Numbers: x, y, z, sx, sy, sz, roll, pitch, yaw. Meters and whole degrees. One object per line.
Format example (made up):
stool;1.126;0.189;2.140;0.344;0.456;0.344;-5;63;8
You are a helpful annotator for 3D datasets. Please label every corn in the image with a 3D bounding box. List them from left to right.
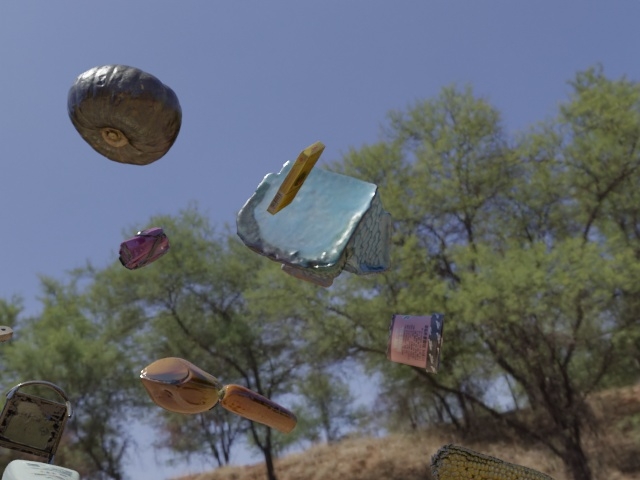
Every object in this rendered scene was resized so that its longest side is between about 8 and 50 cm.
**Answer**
corn;0.431;0.599;1.825;0.318;0.115;0.115;13;-21;16

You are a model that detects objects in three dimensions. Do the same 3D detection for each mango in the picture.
mango;-0.394;0.425;2.096;0.236;0.136;0.166;7;-53;20

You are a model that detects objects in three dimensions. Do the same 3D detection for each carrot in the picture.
carrot;-0.155;0.405;1.759;0.067;0.067;0.225;-33;-51;32

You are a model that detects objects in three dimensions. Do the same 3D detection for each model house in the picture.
model house;0.000;0.000;2.065;0.360;0.297;0.339;17;-20;29

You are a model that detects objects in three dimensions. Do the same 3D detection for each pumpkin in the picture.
pumpkin;-0.369;-0.249;1.416;0.219;0.162;0.219;8;-36;6

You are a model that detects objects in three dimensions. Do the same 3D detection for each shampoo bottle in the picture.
shampoo bottle;-0.489;0.465;1.316;0.153;0.071;0.284;22;-12;-25

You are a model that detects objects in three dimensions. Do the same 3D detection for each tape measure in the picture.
tape measure;-0.415;0.016;1.710;0.118;0.074;0.125;-28;-2;-32

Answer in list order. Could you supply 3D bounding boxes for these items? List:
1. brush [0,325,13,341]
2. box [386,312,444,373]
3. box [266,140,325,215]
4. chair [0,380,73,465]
brush;-0.877;0.255;1.692;0.328;0.070;0.065;-8;-64;-52
box;0.239;0.253;1.836;0.135;0.151;0.151;5;-23;14
box;-0.049;-0.124;1.449;0.155;0.023;0.087;-56;-11;31
chair;-0.751;0.477;1.897;0.188;0.166;0.272;21;-3;-17
